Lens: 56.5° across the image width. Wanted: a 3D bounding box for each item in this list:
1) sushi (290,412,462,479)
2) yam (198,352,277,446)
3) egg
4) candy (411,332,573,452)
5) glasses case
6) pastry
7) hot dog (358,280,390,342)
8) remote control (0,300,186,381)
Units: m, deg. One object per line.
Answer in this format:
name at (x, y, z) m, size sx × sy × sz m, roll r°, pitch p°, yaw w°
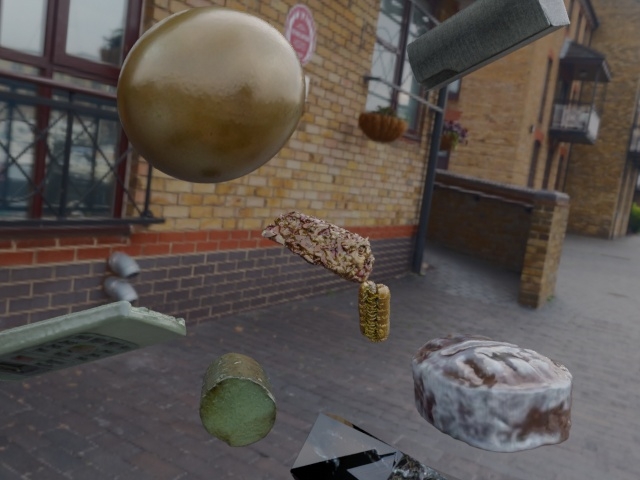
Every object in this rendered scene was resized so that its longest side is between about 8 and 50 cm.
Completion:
sushi at (0.091, 0.412, 0.877) m, size 0.215 × 0.213 × 0.227 m, roll 11°, pitch -25°, yaw 41°
yam at (-0.183, 0.341, 1.302) m, size 0.161 × 0.161 × 0.268 m, roll 7°, pitch 1°, yaw -10°
egg at (-0.175, -0.246, 1.008) m, size 0.282 × 0.283 × 0.351 m, roll 12°, pitch 35°, yaw 35°
candy at (0.261, 0.237, 0.937) m, size 0.214 × 0.157 × 0.289 m, roll -5°, pitch 5°, yaw -15°
glasses case at (0.190, -0.246, 0.713) m, size 0.047 × 0.071 × 0.205 m, roll -21°, pitch 4°, yaw -32°
pastry at (0.001, 0.000, 0.781) m, size 0.169 × 0.063 × 0.087 m, roll 27°, pitch 5°, yaw 33°
hot dog at (0.113, 0.153, 1.263) m, size 0.071 × 0.165 × 0.045 m, roll 14°, pitch 43°, yaw 20°
remote control at (-0.309, 0.127, 0.729) m, size 0.285 × 0.038 × 0.123 m, roll -14°, pitch -22°, yaw 16°
